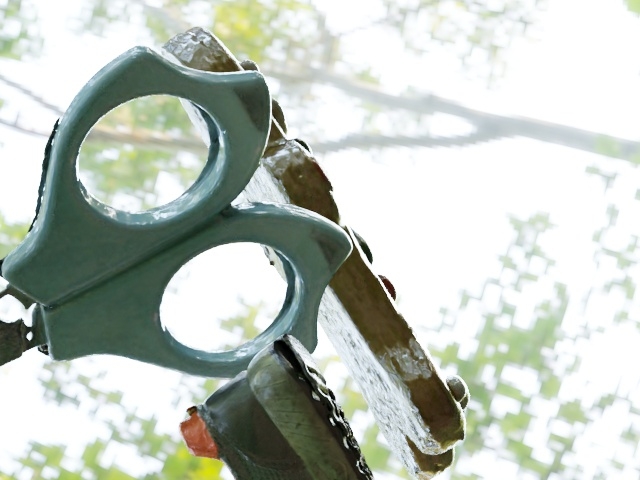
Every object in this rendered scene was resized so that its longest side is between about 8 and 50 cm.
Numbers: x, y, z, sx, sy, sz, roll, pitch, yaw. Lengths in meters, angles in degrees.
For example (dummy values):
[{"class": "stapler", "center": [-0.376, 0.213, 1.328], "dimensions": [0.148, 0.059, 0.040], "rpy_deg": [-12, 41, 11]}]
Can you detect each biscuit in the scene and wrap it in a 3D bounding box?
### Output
[{"class": "biscuit", "center": [0.000, 0.000, 1.137], "dimensions": [0.049, 0.301, 0.197], "rpy_deg": [-32, -10, -12]}]

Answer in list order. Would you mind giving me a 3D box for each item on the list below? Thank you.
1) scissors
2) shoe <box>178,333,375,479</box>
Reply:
[{"class": "scissors", "center": [-0.164, 0.043, 0.979], "dimensions": [0.360, 0.029, 0.191], "rpy_deg": [-27, -63, 6]}, {"class": "shoe", "center": [0.000, 0.145, 0.941], "dimensions": [0.077, 0.074, 0.194], "rpy_deg": [-27, -85, 1]}]
